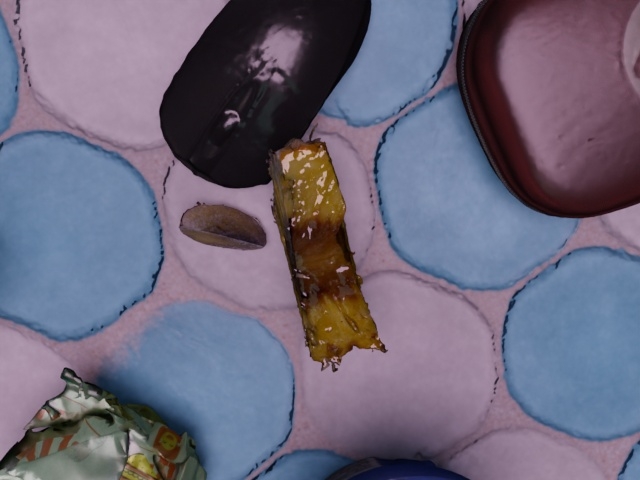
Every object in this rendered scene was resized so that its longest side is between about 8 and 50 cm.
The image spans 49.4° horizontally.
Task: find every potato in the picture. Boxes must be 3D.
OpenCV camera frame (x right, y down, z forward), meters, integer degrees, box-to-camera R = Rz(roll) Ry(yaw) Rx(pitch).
[{"bbox_3d":[-0.105,-0.013,0.736,0.093,0.036,0.037,14,61,-21],"label":"potato"}]

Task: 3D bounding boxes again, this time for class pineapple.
[{"bbox_3d":[-0.001,0.000,0.694,0.080,0.135,0.233,-14,108,-8],"label":"pineapple"}]

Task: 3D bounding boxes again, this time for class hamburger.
[{"bbox_3d":[-0.236,0.246,0.726,0.214,0.125,0.235,-25,92,-13],"label":"hamburger"}]

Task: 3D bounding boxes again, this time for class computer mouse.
[{"bbox_3d":[-0.052,-0.171,0.685,0.138,0.086,0.269,36,97,-5],"label":"computer mouse"}]

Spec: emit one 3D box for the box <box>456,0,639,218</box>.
[{"bbox_3d":[0.339,-0.187,0.679,0.404,0.108,0.263,-25,98,3],"label":"box"}]

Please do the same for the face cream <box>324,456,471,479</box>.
[{"bbox_3d":[0.083,0.339,0.671,0.249,0.225,0.248,0,80,-2],"label":"face cream"}]
